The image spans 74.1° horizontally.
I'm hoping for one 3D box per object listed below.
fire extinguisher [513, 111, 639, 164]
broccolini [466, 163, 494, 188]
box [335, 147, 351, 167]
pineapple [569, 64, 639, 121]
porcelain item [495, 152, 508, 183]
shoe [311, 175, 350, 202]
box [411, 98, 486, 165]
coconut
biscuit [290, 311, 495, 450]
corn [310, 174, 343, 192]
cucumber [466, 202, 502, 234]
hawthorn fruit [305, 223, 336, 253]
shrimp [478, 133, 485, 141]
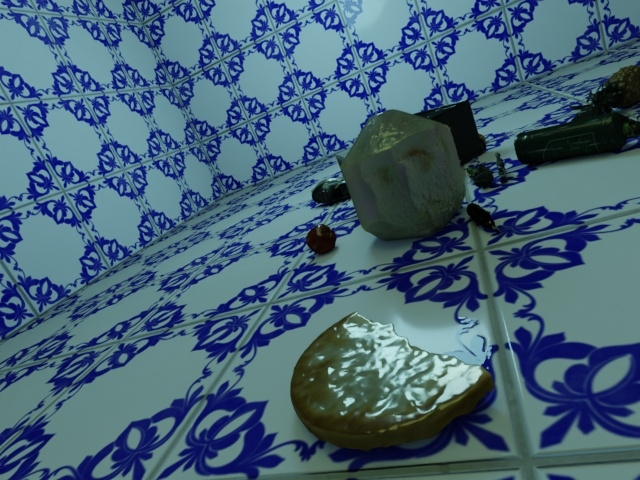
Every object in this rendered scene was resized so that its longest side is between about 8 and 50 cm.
[{"bbox_3d":[0.684,-0.269,1.110,0.115,0.095,0.311,2,-3,-37],"label":"fire extinguisher"},{"bbox_3d":[0.474,-0.199,1.263,0.058,0.067,0.216,-15,9,17],"label":"broccolini"},{"bbox_3d":[0.157,-0.218,1.467,0.116,0.203,0.274,-24,16,-1],"label":"box"},{"bbox_3d":[0.917,-0.452,1.342,0.248,0.128,0.128,-31,17,-9],"label":"pineapple"},{"bbox_3d":[0.510,-0.216,1.205,0.021,0.075,0.136,-17,18,25],"label":"porcelain item"},{"bbox_3d":[0.061,-0.203,1.758,0.228,0.099,0.112,-17,25,19],"label":"shoe"},{"bbox_3d":[0.398,-0.372,1.626,0.251,0.204,0.345,-31,18,-23],"label":"box"},{"bbox_3d":[0.205,-0.176,1.074,0.298,0.309,0.297,-21,17,7],"label":"coconut"},{"bbox_3d":[0.061,0.192,0.584,0.205,0.040,0.309,-29,17,-21],"label":"biscuit"},{"bbox_3d":[0.064,-0.229,1.865,0.211,0.087,0.087,-22,15,28],"label":"corn"},{"bbox_3d":[0.364,-0.049,0.953,0.039,0.043,0.163,-58,4,19],"label":"cucumber"},{"bbox_3d":[0.000,0.000,1.226,0.093,0.093,0.093,-21,16,7],"label":"hawthorn fruit"},{"bbox_3d":[0.590,-0.413,1.769,0.144,0.052,0.251,-24,17,8],"label":"shrimp"}]
